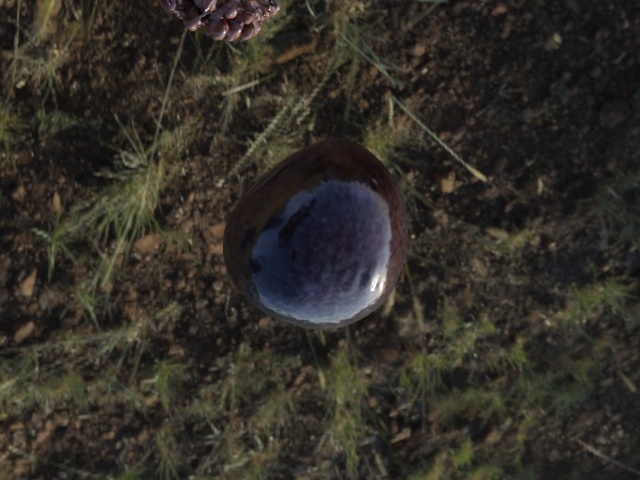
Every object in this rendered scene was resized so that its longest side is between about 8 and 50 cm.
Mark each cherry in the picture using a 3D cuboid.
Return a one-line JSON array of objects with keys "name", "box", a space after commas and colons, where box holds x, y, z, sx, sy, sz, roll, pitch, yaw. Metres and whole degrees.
[{"name": "cherry", "box": [0.004, 0.000, 0.774, 0.176, 0.140, 0.176, -7, 131, -8]}]

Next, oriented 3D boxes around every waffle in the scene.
[{"name": "waffle", "box": [-0.061, -0.133, 0.442, 0.075, 0.083, 0.029, 38, 118, 2]}]
